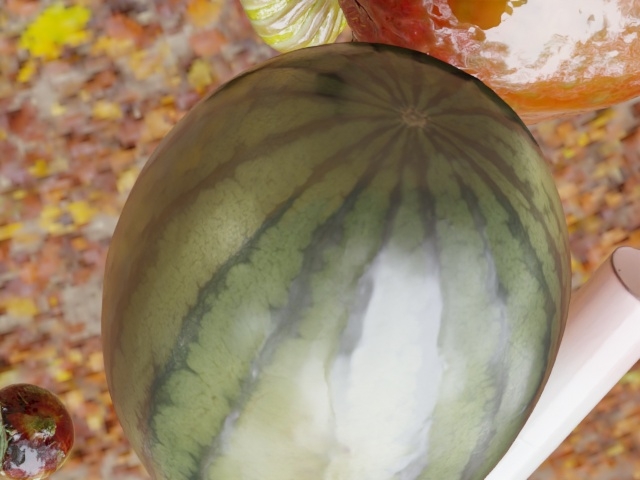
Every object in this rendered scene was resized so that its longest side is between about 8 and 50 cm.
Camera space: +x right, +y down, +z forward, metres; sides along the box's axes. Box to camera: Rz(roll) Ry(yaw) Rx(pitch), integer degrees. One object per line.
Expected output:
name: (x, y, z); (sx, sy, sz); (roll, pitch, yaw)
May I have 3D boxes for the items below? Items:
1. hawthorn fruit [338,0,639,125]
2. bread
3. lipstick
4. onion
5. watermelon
hawthorn fruit: (0.203, -0.277, 1.395); (0.403, 0.402, 0.403); (-15, 151, -9)
bread: (-0.021, -0.303, 1.765); (0.105, 0.213, 0.213); (3, 160, 24)
lipstick: (0.226, 0.146, 1.598); (0.087, 0.087, 0.327); (5, 134, -38)
onion: (-0.345, 0.227, 1.930); (0.119, 0.117, 0.118); (-6, 176, 0)
watermelon: (0.004, 0.045, 0.993); (0.279, 0.279, 0.359); (-3, 139, -28)
